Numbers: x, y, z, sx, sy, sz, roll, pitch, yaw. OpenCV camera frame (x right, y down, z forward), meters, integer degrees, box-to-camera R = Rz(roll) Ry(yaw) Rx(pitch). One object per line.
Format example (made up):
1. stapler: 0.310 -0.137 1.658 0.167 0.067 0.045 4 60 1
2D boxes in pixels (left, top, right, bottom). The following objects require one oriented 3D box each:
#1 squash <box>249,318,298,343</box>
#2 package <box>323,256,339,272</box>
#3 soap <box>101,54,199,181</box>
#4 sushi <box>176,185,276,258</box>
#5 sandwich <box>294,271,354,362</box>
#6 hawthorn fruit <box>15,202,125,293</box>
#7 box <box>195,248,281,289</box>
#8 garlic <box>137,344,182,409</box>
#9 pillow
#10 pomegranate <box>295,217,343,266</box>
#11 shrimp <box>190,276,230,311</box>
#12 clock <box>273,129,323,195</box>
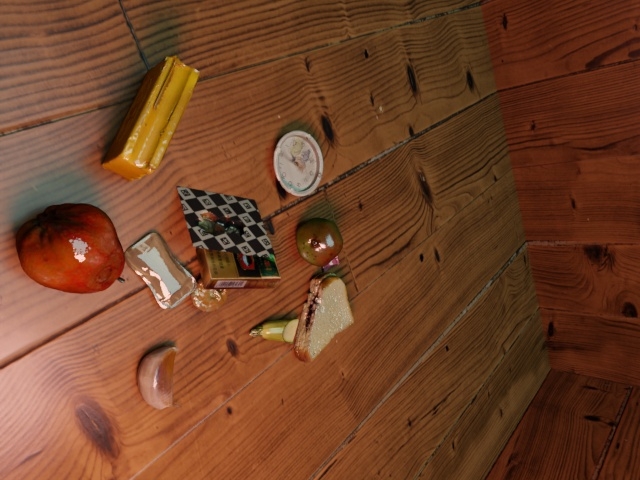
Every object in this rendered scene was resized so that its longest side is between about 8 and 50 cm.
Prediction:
1. squash: -0.153 0.318 1.636 0.200 0.075 0.090 5 113 -41
2. package: 0.036 0.085 1.840 0.083 0.029 0.059 -27 106 -30
3. soap: -0.456 -0.327 1.258 0.096 0.204 0.325 30 70 -36
4. sushi: -0.299 -0.041 1.454 0.289 0.050 0.264 8 45 -41
5. sandwich: -0.007 0.278 1.755 0.288 0.099 0.255 -37 121 -36
6. hawthorn fruit: -0.587 0.036 1.142 0.224 0.224 0.261 -56 137 -27
7. box: -0.256 0.073 1.469 0.239 0.071 0.160 2 48 -35
8. garlic: -0.459 0.412 1.351 0.128 0.090 0.199 -11 94 -55
9. pillow: -0.464 0.090 1.362 0.130 0.033 0.218 -43 111 -27
10. pomegranate: 0.000 0.000 1.729 0.209 0.179 0.180 -44 127 -75
11. shrimp: -0.324 0.139 1.488 0.217 0.051 0.115 -47 119 -38
12. clock: -0.087 -0.278 1.701 0.236 0.053 0.237 -4 96 -42
